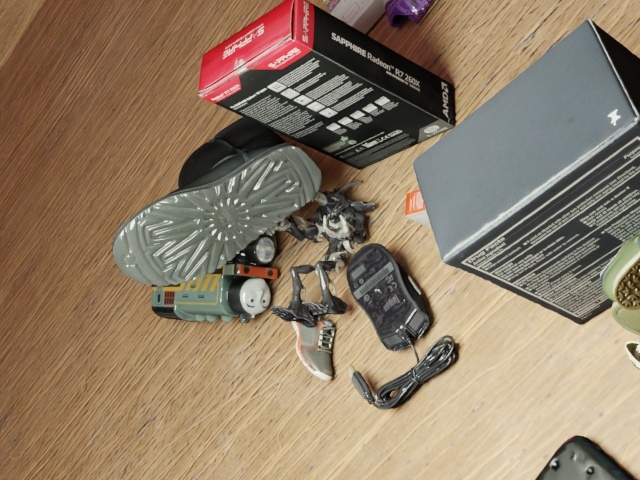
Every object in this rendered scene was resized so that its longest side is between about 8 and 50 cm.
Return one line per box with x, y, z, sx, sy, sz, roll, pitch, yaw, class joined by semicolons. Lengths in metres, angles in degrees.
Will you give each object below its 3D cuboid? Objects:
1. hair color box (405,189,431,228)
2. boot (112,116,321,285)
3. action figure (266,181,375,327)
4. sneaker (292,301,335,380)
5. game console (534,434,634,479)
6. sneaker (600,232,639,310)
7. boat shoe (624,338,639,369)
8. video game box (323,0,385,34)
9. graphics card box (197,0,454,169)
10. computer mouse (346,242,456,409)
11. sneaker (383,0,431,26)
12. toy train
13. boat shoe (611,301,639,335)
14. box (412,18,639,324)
0.208;-0.060;1.611;0.141;0.072;0.043;-15;61;44;hair color box
-0.213;-0.088;1.855;0.367;0.146;0.445;-25;20;-8;boot
0.000;0.000;1.756;0.164;0.141;0.275;-10;56;37;action figure
-0.004;0.166;1.759;0.065;0.061;0.157;-41;46;21;sneaker
0.332;0.472;1.228;0.342;0.060;0.386;-55;40;7;game console
0.404;0.000;1.213;0.192;0.064;0.086;-44;10;1;sneaker
0.432;0.162;1.262;0.049;0.043;0.137;-59;40;7;boat shoe
0.092;-0.509;1.986;0.205;0.048;0.187;-46;45;24;video game box
0.016;-0.245;1.685;0.233;0.371;0.094;-23;56;43;graphics card box
0.103;0.143;1.647;0.184;0.060;0.262;-47;54;18;computer mouse
0.183;-0.430;1.844;0.170;0.068;0.071;-21;72;52;sneaker
-0.208;0.065;1.996;0.334;0.142;0.190;-2;83;47;toy train
0.489;0.044;1.217;0.302;0.113;0.103;-19;38;46;boat shoe
0.330;-0.073;1.295;0.296;0.294;0.182;-39;46;30;box
